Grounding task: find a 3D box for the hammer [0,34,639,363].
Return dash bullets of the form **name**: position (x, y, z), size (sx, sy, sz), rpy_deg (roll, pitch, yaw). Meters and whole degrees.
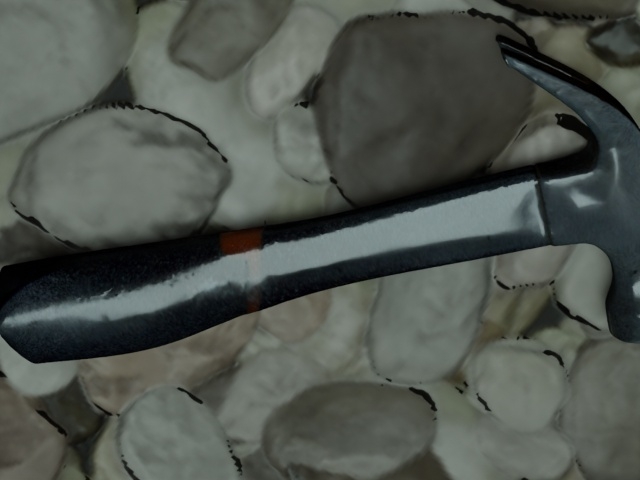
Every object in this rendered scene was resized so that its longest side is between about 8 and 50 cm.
- **hammer**: position (0.000, 0.000, 0.739), size (0.290, 0.037, 0.137), rpy_deg (-11, 110, 4)
